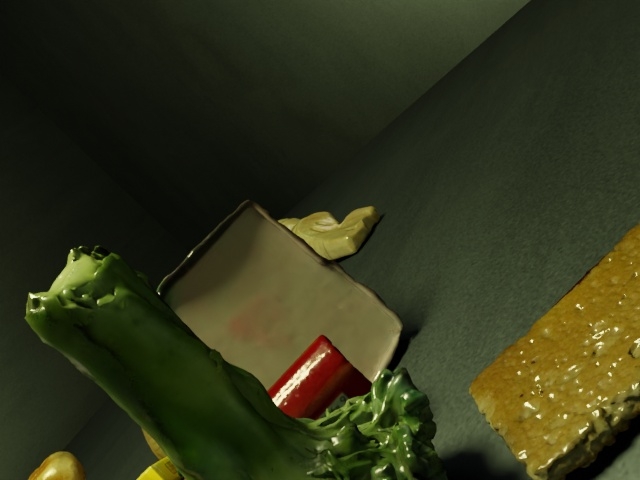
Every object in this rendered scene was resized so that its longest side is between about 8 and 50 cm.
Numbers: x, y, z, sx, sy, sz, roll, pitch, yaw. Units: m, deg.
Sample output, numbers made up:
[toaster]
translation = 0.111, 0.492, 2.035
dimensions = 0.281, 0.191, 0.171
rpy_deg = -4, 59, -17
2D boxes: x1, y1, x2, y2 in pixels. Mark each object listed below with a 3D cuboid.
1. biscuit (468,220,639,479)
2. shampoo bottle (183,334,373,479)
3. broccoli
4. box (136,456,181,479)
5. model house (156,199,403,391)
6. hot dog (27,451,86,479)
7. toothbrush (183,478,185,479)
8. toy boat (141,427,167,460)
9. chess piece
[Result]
[biscuit]
translation = 0.200, 0.044, 0.385
dimensions = 0.237, 0.026, 0.131
rpy_deg = -44, 10, 3
[shampoo bottle]
translation = -0.068, 0.225, 0.519
dimensions = 0.314, 0.118, 0.076
rpy_deg = -46, 45, -7
[broccoli]
translation = -0.047, 0.118, 0.386
dimensions = 0.177, 0.274, 0.198
rpy_deg = -50, -1, -18
[box]
translation = -0.297, 0.410, 0.840
dimensions = 0.269, 0.043, 0.152
rpy_deg = -47, -10, -7
[model house]
translation = -0.078, 0.114, 0.714
dimensions = 0.202, 0.237, 0.237
rpy_deg = -55, 7, -19
[hot dog]
translation = -0.451, 0.481, 0.982
dimensions = 0.257, 0.153, 0.150
rpy_deg = -50, 14, -16
[toothbrush]
translation = -0.275, 0.428, 0.768
dimensions = 0.364, 0.041, 0.041
rpy_deg = -47, 9, -11
[toy boat]
translation = -0.240, 0.265, 1.123
dimensions = 0.089, 0.121, 0.321
rpy_deg = -41, 23, 23
[chess piece]
translation = 0.000, 0.000, 1.310
dimensions = 0.300, 0.137, 0.137
rpy_deg = -11, 32, 52
